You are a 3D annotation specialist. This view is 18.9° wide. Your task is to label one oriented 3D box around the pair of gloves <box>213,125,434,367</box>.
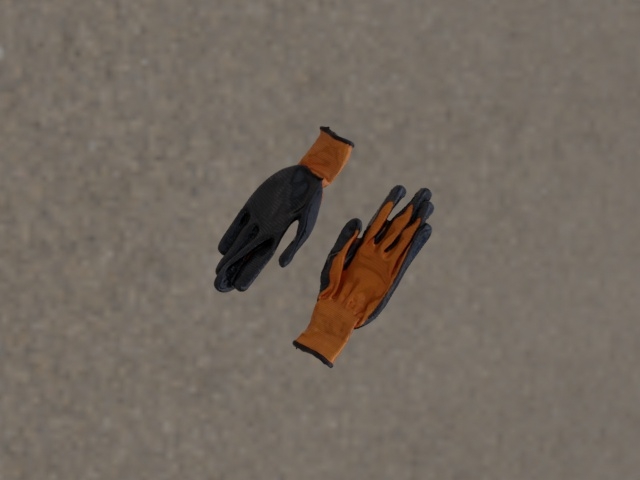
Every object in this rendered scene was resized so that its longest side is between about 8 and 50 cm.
[{"bbox_3d":[0.000,0.000,0.698,0.074,0.083,0.010,-53,137,-2],"label":"pair of gloves"}]
